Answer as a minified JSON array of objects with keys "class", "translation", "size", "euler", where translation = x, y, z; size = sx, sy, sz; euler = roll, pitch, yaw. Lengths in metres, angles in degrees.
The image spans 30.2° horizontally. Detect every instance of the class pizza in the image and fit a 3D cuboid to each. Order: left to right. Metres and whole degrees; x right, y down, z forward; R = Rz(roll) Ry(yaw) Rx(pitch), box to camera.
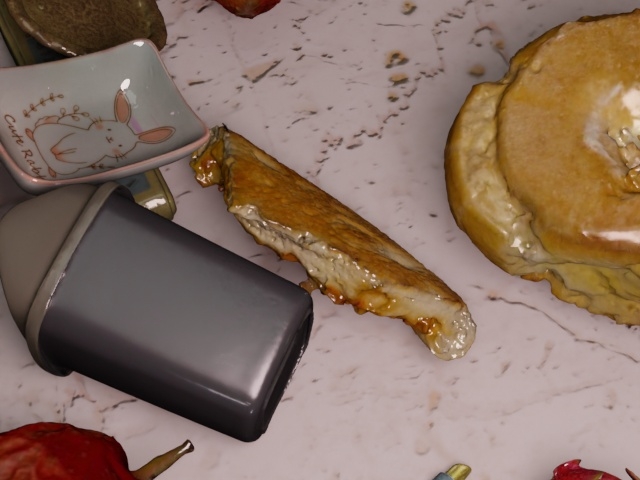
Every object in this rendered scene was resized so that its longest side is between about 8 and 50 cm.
[{"class":"pizza","translation":[0.000,0.000,1.187],"size":[0.365,0.182,0.074],"euler":[35,108,11]}]

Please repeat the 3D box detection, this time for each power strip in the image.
[{"class":"power strip","translation":[-0.276,-0.166,1.330],"size":[0.092,0.066,0.387],"euler":[-24,65,-14]}]

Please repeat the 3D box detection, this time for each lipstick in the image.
[{"class":"lipstick","translation":[0.100,0.252,1.131],"size":[0.037,0.037,0.116],"euler":[41,65,19]}]

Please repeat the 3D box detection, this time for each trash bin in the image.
[{"class":"trash bin","translation":[-0.161,0.068,1.132],"size":[0.290,0.209,0.182],"euler":[24,71,6]}]

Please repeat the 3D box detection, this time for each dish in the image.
[{"class":"dish","translation":[-0.240,-0.115,1.211],"size":[0.212,0.077,0.151],"euler":[-19,64,-34]}]

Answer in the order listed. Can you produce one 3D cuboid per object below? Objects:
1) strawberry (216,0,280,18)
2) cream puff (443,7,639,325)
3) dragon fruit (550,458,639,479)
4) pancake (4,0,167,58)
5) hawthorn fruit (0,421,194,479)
[{"class":"strawberry","translation":[-0.098,-0.388,1.346],"size":[0.257,0.257,0.277],"euler":[-11,73,-5]},{"class":"cream puff","translation":[0.299,-0.056,1.174],"size":[0.343,0.231,0.327],"euler":[-22,62,1]},{"class":"dragon fruit","translation":[0.254,0.281,1.058],"size":[0.136,0.133,0.166],"euler":[-23,99,27]},{"class":"pancake","translation":[-0.267,-0.266,1.352],"size":[0.199,0.021,0.199],"euler":[21,42,-20]},{"class":"hawthorn fruit","translation":[-0.225,0.256,1.044],"size":[0.266,0.210,0.230],"euler":[-33,53,-30]}]
